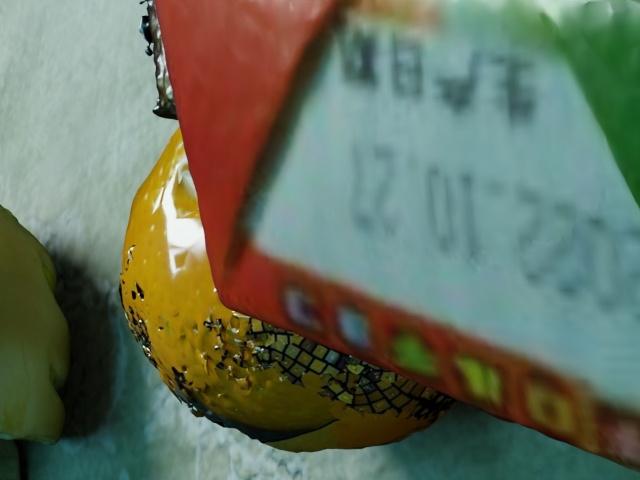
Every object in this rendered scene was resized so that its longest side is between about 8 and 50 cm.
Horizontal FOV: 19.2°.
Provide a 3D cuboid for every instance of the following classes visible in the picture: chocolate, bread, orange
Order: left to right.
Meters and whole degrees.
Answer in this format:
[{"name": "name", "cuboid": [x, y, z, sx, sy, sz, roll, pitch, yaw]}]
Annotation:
[{"name": "bread", "cuboid": [-0.287, 0.118, 1.339, 0.333, 0.160, 0.333, -15, 69, 47]}, {"name": "orange", "cuboid": [0.000, 0.000, 1.013, 0.234, 0.182, 0.234, -36, 44, 44]}, {"name": "chocolate", "cuboid": [0.170, -0.035, 0.689, 0.341, 0.360, 0.161, 18, 110, 50]}]

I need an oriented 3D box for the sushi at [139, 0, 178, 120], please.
[{"name": "sushi", "cuboid": [-0.057, -0.117, 1.161, 0.098, 0.094, 0.084, -15, 73, 48]}]
